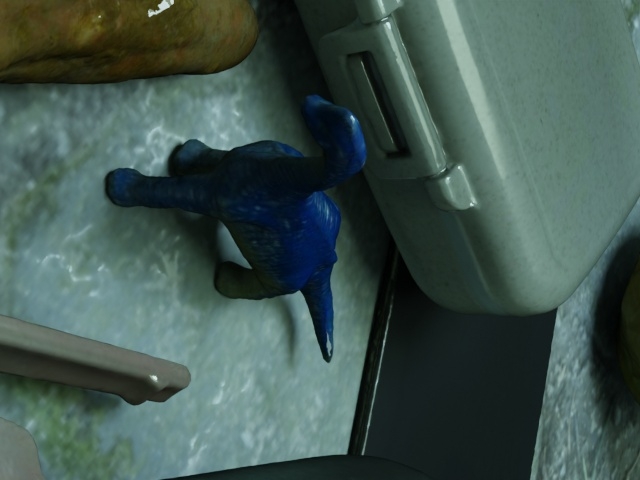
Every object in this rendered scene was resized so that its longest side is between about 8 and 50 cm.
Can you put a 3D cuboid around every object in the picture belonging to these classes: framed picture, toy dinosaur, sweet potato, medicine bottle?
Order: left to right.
[{"bbox_3d":[-0.137,-0.110,0.556,0.341,0.092,0.114,-23,135,-49],"label":"sweet potato"},{"bbox_3d":[0.000,0.000,0.656,0.075,0.188,0.247,-58,135,-22],"label":"toy dinosaur"},{"bbox_3d":[0.111,0.104,0.943,0.255,0.014,0.338,23,75,-51],"label":"framed picture"},{"bbox_3d":[0.101,-0.150,0.812,0.282,0.123,0.375,-46,123,-44],"label":"medicine bottle"}]

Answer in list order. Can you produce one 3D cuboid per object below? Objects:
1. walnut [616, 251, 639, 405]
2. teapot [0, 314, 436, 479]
[{"bbox_3d":[0.407,0.083,1.109,0.283,0.283,0.227,-66,151,-24],"label":"walnut"},{"bbox_3d":[-0.081,0.180,0.545,0.344,0.253,0.300,24,40,-45],"label":"teapot"}]
